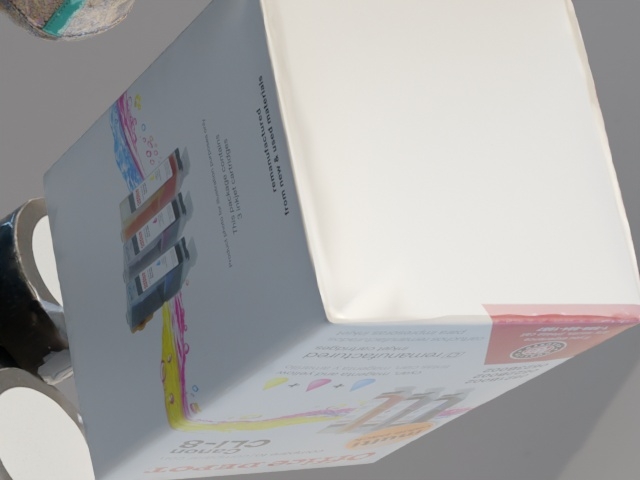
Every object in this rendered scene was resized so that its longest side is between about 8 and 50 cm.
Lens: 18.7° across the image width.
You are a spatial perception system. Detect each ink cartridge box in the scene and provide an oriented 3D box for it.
[{"bbox_3d":[0.000,0.000,0.683,0.176,0.128,0.127,-36,-120,52],"label":"ink cartridge box"}]

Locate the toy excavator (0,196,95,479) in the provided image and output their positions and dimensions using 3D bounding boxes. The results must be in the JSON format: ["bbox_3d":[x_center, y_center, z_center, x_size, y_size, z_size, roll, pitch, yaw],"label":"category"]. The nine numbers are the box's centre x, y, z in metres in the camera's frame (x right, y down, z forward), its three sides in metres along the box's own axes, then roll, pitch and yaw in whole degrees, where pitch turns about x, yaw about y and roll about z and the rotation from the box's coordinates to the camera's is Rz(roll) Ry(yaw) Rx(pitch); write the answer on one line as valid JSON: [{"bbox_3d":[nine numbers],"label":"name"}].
[{"bbox_3d":[-0.345,0.076,1.034,0.222,0.433,0.445,-32,-56,28],"label":"toy excavator"}]

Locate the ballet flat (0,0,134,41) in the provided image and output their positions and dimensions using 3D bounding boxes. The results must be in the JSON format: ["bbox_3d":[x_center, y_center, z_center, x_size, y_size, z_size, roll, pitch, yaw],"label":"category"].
[{"bbox_3d":[-0.089,-0.250,0.916,0.106,0.107,0.316,168,-72,-69],"label":"ballet flat"}]
